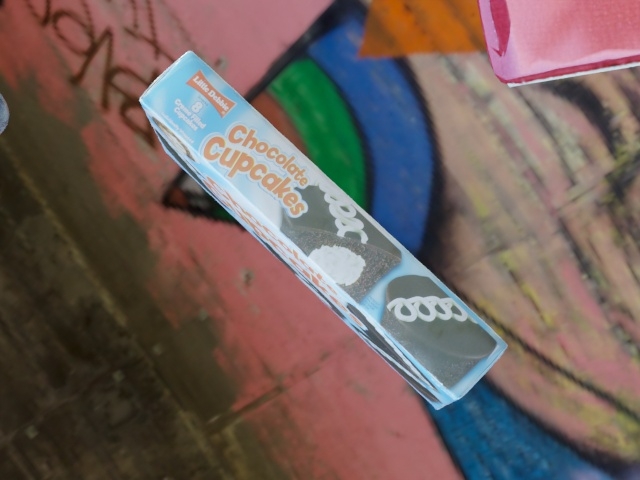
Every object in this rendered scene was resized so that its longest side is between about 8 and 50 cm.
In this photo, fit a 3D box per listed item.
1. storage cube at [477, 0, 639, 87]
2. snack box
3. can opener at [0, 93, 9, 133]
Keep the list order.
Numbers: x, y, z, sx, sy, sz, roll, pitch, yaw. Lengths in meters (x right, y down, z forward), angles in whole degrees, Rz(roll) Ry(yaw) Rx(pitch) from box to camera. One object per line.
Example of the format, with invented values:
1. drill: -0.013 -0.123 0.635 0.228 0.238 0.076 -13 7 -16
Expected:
1. storage cube: 0.152 -0.167 0.422 0.183 0.215 0.193 -29 -70 -59
2. snack box: 0.000 0.000 1.094 0.322 0.187 0.060 43 -97 6
3. can opener: -0.293 -0.022 0.814 0.093 0.280 0.074 55 -145 -9
